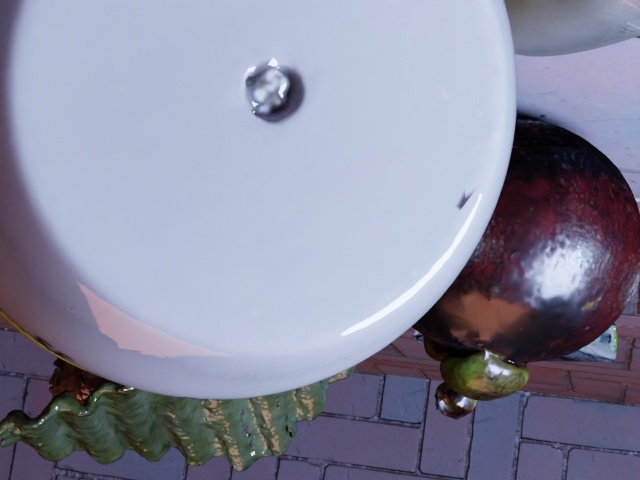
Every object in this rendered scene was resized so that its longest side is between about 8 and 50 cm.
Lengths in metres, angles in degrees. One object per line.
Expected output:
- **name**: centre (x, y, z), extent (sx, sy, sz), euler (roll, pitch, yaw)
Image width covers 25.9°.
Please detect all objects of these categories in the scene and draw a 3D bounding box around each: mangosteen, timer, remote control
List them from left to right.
- **timer**: centre (-0.068, -0.067, 0.651), extent (0.285, 0.285, 0.285), euler (8, 170, 1)
- **mangosteen**: centre (0.134, 0.014, 1.042), extent (0.216, 0.216, 0.216), euler (8, 170, 1)
- **remote control**: centre (0.160, -0.126, 0.709), extent (0.073, 0.044, 0.229), euler (18, 166, -34)

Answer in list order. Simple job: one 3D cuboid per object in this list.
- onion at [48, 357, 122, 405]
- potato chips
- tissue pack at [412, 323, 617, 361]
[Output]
- **onion**: centre (-0.198, 0.085, 1.684), extent (0.221, 0.281, 0.281), euler (38, 168, -1)
- **potato chips**: centre (-0.127, 0.158, 1.489), extent (0.373, 0.097, 0.389), euler (-33, 155, 13)
- **tissue pack**: centre (0.266, 0.123, 1.923), extent (0.173, 0.073, 0.235), euler (18, 166, -38)
